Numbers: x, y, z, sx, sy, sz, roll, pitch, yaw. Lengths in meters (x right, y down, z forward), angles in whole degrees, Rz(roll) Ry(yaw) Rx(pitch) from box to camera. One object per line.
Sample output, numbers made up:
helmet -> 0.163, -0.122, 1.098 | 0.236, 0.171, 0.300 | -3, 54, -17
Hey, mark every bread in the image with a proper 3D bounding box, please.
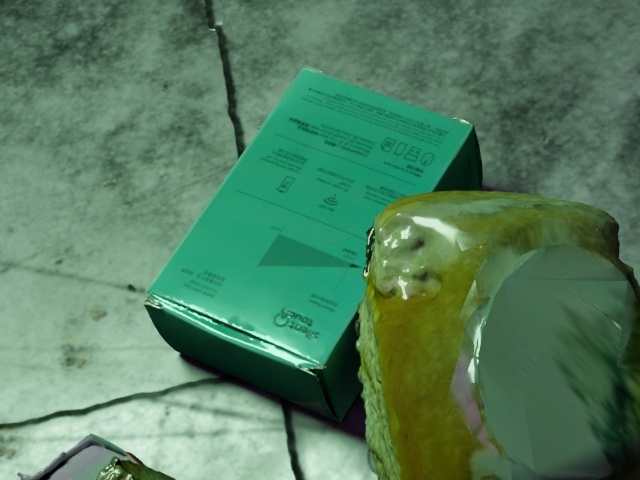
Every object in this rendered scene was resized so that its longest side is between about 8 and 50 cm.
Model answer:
bread -> 0.156, 0.096, 1.382 | 0.239, 0.264, 0.395 | -9, 69, -6

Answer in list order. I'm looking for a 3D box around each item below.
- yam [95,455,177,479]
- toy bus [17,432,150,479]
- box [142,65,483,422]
yam -> -0.102, 0.274, 1.391 | 0.106, 0.259, 0.106 | -10, 46, 10
toy bus -> -0.270, 0.308, 1.499 | 0.317, 0.112, 0.138 | -39, 45, -15
box -> 0.000, 0.000, 1.638 | 0.205, 0.118, 0.311 | 20, 62, 26
